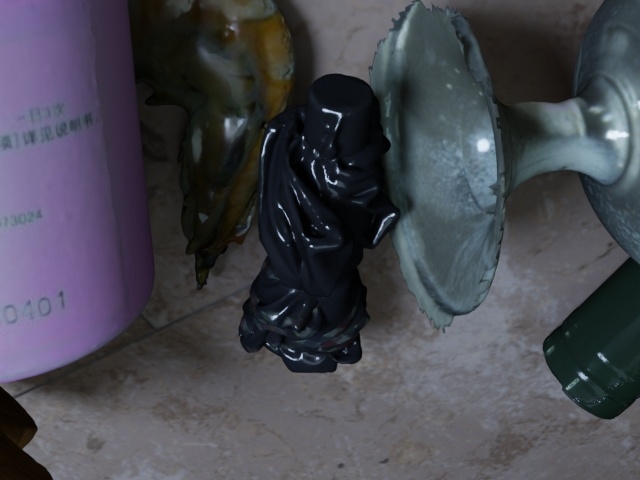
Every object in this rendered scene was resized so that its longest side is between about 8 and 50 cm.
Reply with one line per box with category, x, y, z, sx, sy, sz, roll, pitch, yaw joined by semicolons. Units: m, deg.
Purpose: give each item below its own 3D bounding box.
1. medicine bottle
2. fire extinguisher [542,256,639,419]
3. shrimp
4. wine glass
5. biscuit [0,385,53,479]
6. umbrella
medicine bottle;-0.187;-0.087;0.410;0.178;0.178;0.290;-4;121;-7
fire extinguisher;0.319;0.016;0.664;0.311;0.114;0.095;-51;161;29
shrimp;-0.103;-0.065;0.542;0.145;0.059;0.254;12;125;-16
wine glass;0.213;-0.070;0.486;0.323;0.238;0.238;-6;130;-9
biscuit;-0.300;0.070;0.476;0.057;0.312;0.351;-50;130;-12
umbrella;-0.001;0.001;0.553;0.110;0.122;0.272;35;146;17
